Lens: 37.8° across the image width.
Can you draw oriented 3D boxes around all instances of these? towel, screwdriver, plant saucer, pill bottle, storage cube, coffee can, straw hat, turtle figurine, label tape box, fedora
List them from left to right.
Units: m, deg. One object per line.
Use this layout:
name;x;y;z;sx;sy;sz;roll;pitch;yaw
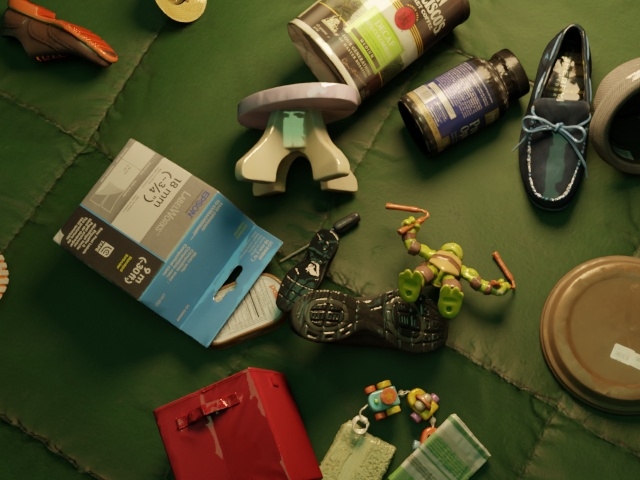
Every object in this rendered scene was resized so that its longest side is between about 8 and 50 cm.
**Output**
label tape box;-0.274;-0.002;1.679;0.334;0.106;0.240;31;79;23
straw hat;-0.297;-0.500;1.875;0.061;0.144;0.144;-5;68;46
storage cube;-0.128;0.334;1.524;0.184;0.215;0.193;-25;73;9
screwdriver;0.000;0.000;1.712;0.170;0.024;0.025;-35;101;3
towel;0.052;0.390;1.579;0.110;0.027;0.148;29;79;14
coffee can;0.106;-0.403;1.723;0.275;0.201;0.201;-40;72;-5
turtle figurine;0.197;0.046;1.598;0.269;0.217;0.087;35;119;5
towel;0.195;0.370;1.541;0.152;0.023;0.113;-42;110;-5
pill bottle;0.261;-0.256;1.698;0.219;0.123;0.123;-29;72;-2
plant saucer;0.514;0.155;1.584;0.278;0.041;0.278;-2;73;6
fedora;0.590;-0.238;1.626;0.275;0.243;0.124;-17;42;5

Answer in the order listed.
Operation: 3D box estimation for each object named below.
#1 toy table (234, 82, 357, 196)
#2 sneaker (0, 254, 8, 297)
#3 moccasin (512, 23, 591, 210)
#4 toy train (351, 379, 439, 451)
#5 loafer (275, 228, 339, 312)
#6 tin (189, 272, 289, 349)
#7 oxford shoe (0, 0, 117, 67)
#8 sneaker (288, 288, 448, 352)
toy table;-0.041;-0.172;1.668;0.252;0.274;0.161;3;82;-26
sneaker;-0.654;0.032;1.760;0.083;0.084;0.215;-27;68;13
moccasin;0.415;-0.228;1.672;0.138;0.117;0.342;3;74;8
toy train;0.143;0.302;1.568;0.166;0.046;0.125;20;69;-1
loafer;-0.019;0.061;1.664;0.062;0.061;0.170;33;75;15
tin;-0.144;0.127;1.682;0.190;0.040;0.106;-22;76;0
oxford shoe;-0.524;-0.394;1.873;0.271;0.097;0.098;29;99;19
sneaker;0.080;0.137;1.613;0.286;0.130;0.109;9;78;-13
